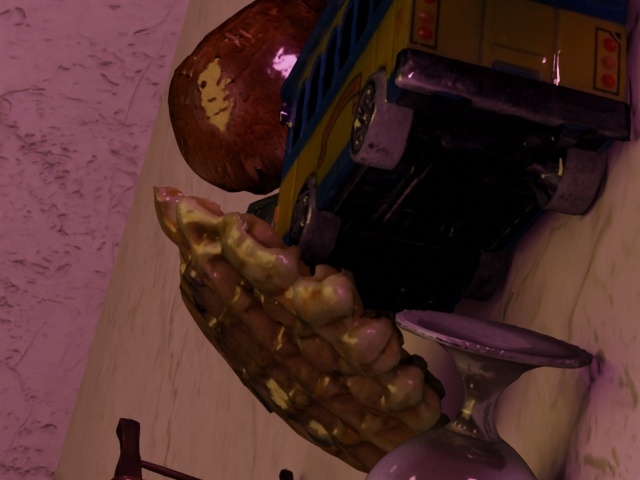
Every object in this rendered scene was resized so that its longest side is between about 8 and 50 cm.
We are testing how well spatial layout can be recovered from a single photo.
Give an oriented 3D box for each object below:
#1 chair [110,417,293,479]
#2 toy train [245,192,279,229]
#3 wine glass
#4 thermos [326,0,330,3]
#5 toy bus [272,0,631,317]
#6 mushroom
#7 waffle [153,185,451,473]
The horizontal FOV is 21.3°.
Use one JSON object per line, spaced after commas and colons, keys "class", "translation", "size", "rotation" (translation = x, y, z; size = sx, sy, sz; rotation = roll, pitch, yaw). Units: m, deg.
{"class": "chair", "translation": [-0.092, 0.270, 1.265], "size": [0.319, 0.186, 0.160], "rotation": [-114, 44, -74]}
{"class": "toy train", "translation": [0.000, 0.000, 1.356], "size": [0.409, 0.089, 0.086], "rotation": [166, 122, -77]}
{"class": "wine glass", "translation": [0.064, 0.158, 0.864], "size": [0.103, 0.103, 0.231], "rotation": [-137, 58, -76]}
{"class": "thermos", "translation": [0.040, -0.249, 1.361], "size": [0.099, 0.124, 0.232], "rotation": [122, 150, -64]}
{"class": "toy bus", "translation": [0.067, -0.075, 1.010], "size": [0.287, 0.138, 0.175], "rotation": [126, 153, -61]}
{"class": "mushroom", "translation": [-0.041, -0.144, 1.447], "size": [0.194, 0.138, 0.231], "rotation": [-47, 18, 19]}
{"class": "waffle", "translation": [-0.011, 0.070, 1.041], "size": [0.054, 0.204, 0.223], "rotation": [-48, -41, -22]}
